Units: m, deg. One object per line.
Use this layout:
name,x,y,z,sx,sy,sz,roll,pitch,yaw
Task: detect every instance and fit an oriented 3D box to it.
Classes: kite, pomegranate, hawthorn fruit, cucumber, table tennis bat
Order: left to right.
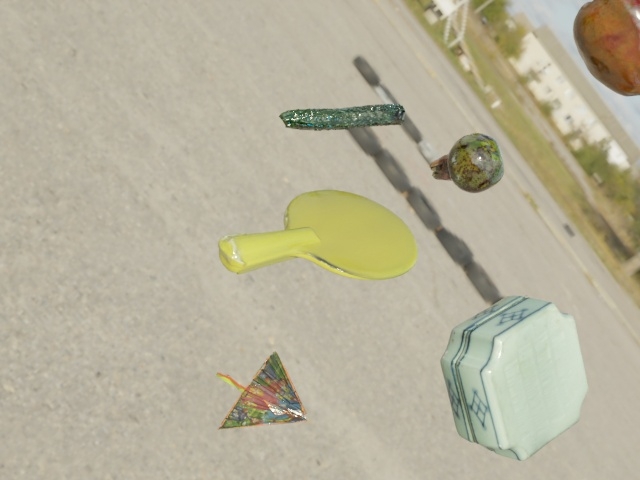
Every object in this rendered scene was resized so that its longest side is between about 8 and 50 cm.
kite,-0.108,0.284,1.466,0.183,0.241,0.014,32,36,-11
table tennis bat,0.000,0.000,1.323,0.369,0.054,0.224,-11,45,-39
cucumber,0.043,-0.224,1.532,0.257,0.043,0.044,-7,35,-27
pomegranate,0.311,-0.170,1.776,0.138,0.163,0.125,-50,146,-45
hawthorn fruit,0.613,-0.377,1.602,0.248,0.208,0.208,57,17,15

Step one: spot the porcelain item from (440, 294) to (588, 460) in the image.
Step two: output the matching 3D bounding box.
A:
porcelain item,0.394,0.274,1.702,0.157,0.281,0.286,6,-63,56
